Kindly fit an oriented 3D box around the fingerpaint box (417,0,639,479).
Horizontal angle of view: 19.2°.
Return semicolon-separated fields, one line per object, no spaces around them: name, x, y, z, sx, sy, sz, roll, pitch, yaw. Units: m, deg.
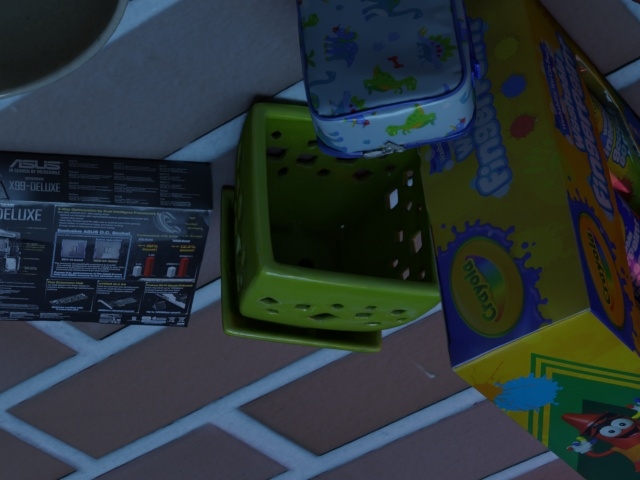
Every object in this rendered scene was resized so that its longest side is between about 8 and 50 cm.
fingerpaint box;0.265;0.001;2.002;0.163;0.445;0.371;-26;138;23

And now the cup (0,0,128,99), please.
cup;-0.334;-0.317;1.671;0.331;0.237;0.331;-3;144;-2

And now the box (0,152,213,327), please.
box;-0.294;0.003;2.240;0.307;0.077;0.242;2;143;-11

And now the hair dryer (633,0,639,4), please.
hair dryer;0.387;-0.329;1.910;0.293;0.080;0.224;9;126;-27

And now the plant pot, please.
plant pot;0.000;0.000;2.162;0.228;0.227;0.207;8;148;-18

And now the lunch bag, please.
lunch bag;0.069;-0.190;1.907;0.176;0.219;0.090;-11;144;7
